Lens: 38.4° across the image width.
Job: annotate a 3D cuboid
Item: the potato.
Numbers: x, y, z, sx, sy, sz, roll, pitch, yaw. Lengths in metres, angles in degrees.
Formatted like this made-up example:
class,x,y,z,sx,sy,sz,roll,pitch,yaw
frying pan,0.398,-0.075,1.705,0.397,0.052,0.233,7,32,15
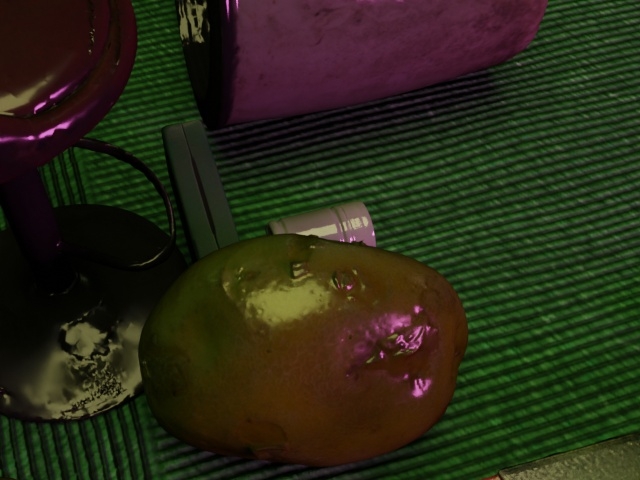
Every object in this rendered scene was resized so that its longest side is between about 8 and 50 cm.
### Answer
class,x,y,z,sx,sy,sz,roll,pitch,yaw
potato,-0.009,0.085,0.697,0.253,0.186,0.148,-13,42,-5

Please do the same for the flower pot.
class,x,y,z,sx,sy,sz,roll,pitch,yaw
flower pot,0.031,-0.265,0.890,0.330,0.293,0.293,-7,56,-15

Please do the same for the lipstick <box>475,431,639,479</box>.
class,x,y,z,sx,sy,sz,roll,pitch,yaw
lipstick,0.243,0.176,0.724,0.312,0.051,0.051,-13,58,-8

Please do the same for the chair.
class,x,y,z,sx,sy,sz,roll,pitch,yaw
chair,-0.222,-0.050,0.652,0.227,0.401,0.226,0,56,0

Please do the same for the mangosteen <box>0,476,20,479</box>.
class,x,y,z,sx,sy,sz,roll,pitch,yaw
mangosteen,-0.274,0.235,0.614,0.166,0.166,0.180,10,30,5

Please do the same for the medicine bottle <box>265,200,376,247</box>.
class,x,y,z,sx,sy,sz,roll,pitch,yaw
medicine bottle,0.000,0.000,0.830,0.089,0.057,0.057,-15,57,-11

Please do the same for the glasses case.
class,x,y,z,sx,sy,sz,roll,pitch,yaw
glasses case,-0.103,-0.018,0.826,0.039,0.077,0.184,-14,57,-11
